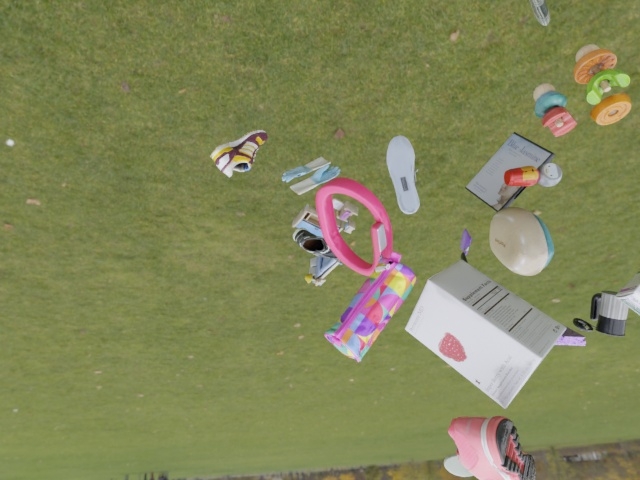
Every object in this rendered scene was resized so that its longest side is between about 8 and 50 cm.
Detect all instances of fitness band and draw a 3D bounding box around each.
[{"bbox_3d":[0.083,-0.030,1.107,0.209,0.054,0.291,31,149,32],"label":"fitness band"}]

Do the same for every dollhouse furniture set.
[{"bbox_3d":[0.000,0.000,1.922,0.198,0.303,0.286,24,138,-20],"label":"dollhouse furniture set"}]

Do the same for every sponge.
[{"bbox_3d":[0.707,0.281,1.377,0.117,0.031,0.210,0,-174,-1],"label":"sponge"}]

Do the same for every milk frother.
[{"bbox_3d":[0.923,0.235,1.453,0.143,0.135,0.129,2,-174,-29],"label":"milk frother"}]

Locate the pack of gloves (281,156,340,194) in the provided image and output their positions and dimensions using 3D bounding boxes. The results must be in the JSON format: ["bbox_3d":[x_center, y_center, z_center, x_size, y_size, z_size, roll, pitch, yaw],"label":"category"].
[{"bbox_3d":[-0.045,-0.295,1.877,0.232,0.195,0.046,-28,132,-19],"label":"pack of gloves"}]

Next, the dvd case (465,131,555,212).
[{"bbox_3d":[0.642,-0.233,1.515,0.022,0.180,0.253,27,108,-40],"label":"dvd case"}]

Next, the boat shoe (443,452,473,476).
[{"bbox_3d":[0.565,0.827,1.657,0.227,0.079,0.081,1,178,-7],"label":"boat shoe"}]

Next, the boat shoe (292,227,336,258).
[{"bbox_3d":[-0.002,0.027,1.695,0.233,0.079,0.084,25,100,-39],"label":"boat shoe"}]

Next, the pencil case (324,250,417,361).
[{"bbox_3d":[0.110,0.140,0.950,0.104,0.236,0.104,34,165,10],"label":"pencil case"}]

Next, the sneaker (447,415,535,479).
[{"bbox_3d":[0.376,0.483,0.970,0.136,0.116,0.314,-4,124,41],"label":"sneaker"}]

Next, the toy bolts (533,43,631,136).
[{"bbox_3d":[0.731,-0.415,1.254,0.218,0.159,0.228,21,140,-41],"label":"toy bolts"}]

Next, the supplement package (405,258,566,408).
[{"bbox_3d":[0.391,0.214,1.076,0.175,0.293,0.178,-20,137,-43],"label":"supplement package"}]

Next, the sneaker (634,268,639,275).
[{"bbox_3d":[0.928,0.146,1.240,0.088,0.093,0.225,1,158,37],"label":"sneaker"}]

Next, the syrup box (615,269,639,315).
[{"bbox_3d":[0.643,0.040,0.762,0.237,0.093,0.096,-49,161,4],"label":"syrup box"}]

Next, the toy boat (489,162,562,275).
[{"bbox_3d":[0.594,-0.060,1.257,0.148,0.267,0.318,-4,111,-2],"label":"toy boat"}]

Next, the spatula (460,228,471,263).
[{"bbox_3d":[0.537,0.047,1.640,0.030,0.296,0.084,14,118,13],"label":"spatula"}]

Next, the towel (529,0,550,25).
[{"bbox_3d":[0.665,-0.889,1.439,0.056,0.324,0.312,-18,178,33],"label":"towel"}]

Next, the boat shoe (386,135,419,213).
[{"bbox_3d":[0.333,-0.260,1.756,0.113,0.306,0.105,-16,-173,10],"label":"boat shoe"}]

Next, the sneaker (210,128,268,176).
[{"bbox_3d":[-0.195,-0.223,1.147,0.185,0.084,0.069,-37,-179,-37],"label":"sneaker"}]
